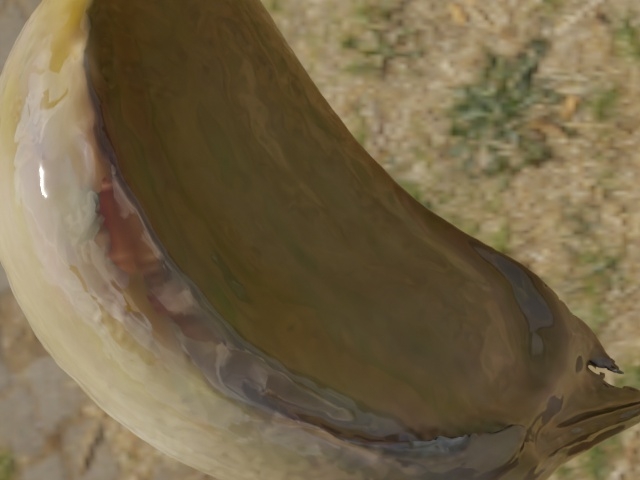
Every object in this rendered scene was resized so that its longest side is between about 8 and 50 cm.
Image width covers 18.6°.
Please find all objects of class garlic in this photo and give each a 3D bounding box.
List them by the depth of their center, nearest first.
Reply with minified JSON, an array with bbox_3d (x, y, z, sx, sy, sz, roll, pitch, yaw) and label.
[{"bbox_3d":[-0.001,0.018,0.804,0.338,0.151,0.196,40,85,7],"label":"garlic"}]
